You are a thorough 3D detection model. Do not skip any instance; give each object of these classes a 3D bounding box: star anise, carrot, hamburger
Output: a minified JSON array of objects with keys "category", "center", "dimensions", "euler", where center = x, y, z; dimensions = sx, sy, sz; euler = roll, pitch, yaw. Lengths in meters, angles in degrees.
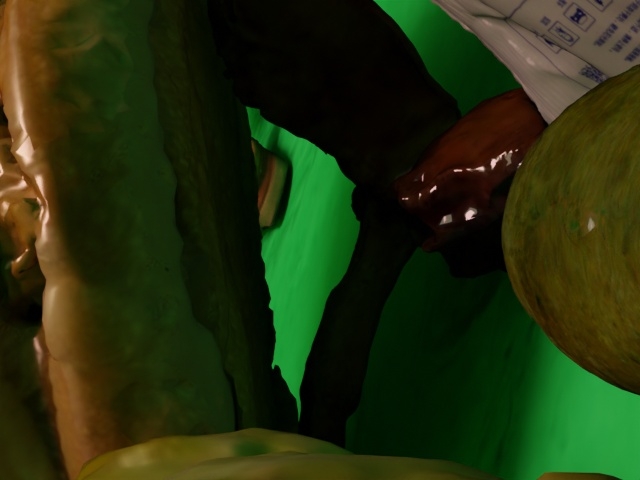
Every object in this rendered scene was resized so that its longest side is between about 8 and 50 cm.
[{"category":"star anise","center":[0.004,0.003,0.623],"dimensions":[0.144,0.158,0.140],"euler":[-45,54,-4]},{"category":"carrot","center":[0.118,-0.011,0.280],"dimensions":[0.358,0.074,0.074],"euler":[166,114,-72]},{"category":"hamburger","center":[-0.087,0.019,0.683],"dimensions":[0.318,0.158,0.318],"euler":[-15,-90,-86]}]

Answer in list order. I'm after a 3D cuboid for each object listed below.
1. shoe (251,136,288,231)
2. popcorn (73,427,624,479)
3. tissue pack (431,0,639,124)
[{"category":"shoe","center":[-0.058,-0.034,1.013],"dimensions":[0.109,0.069,0.072],"euler":[-134,62,-67]},{"category":"popcorn","center":[-0.002,0.156,0.417],"dimensions":[0.286,0.174,0.225],"euler":[170,105,-74]},{"category":"tissue pack","center":[0.065,-0.086,0.456],"dimensions":[0.026,0.122,0.193],"euler":[-54,2,-25]}]
